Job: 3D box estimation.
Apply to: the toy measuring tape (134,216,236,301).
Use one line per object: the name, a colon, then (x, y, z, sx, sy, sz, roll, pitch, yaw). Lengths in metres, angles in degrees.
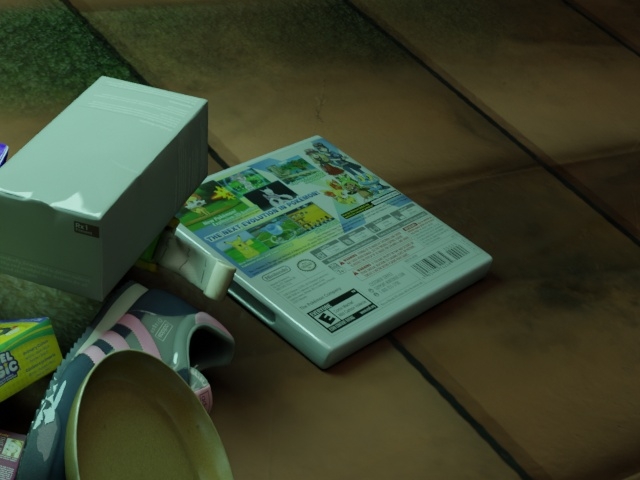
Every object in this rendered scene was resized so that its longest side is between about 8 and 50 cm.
toy measuring tape: (-0.206, -0.012, 1.373, 0.121, 0.121, 0.330, -3, 17, -31)

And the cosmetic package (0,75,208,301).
cosmetic package: (-0.208, -0.056, 1.276, 0.127, 0.107, 0.238, 16, 39, 16)

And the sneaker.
sneaker: (-0.170, 0.146, 1.218, 0.131, 0.112, 0.319, 19, 34, 4)

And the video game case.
video game case: (0.000, 0.000, 1.587, 0.300, 0.036, 0.329, 37, 38, 24)

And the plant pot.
plant pot: (-0.140, 0.207, 1.106, 0.236, 0.032, 0.236, 51, 26, -38)

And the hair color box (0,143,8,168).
hair color box: (-0.483, -0.043, 1.265, 0.338, 0.185, 0.110, 17, 34, -5)

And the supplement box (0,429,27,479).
supplement box: (-0.287, 0.202, 1.140, 0.055, 0.043, 0.083, 16, 34, -6)

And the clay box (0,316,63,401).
clay box: (-0.345, 0.131, 1.149, 0.127, 0.053, 0.222, -6, 15, 36)
